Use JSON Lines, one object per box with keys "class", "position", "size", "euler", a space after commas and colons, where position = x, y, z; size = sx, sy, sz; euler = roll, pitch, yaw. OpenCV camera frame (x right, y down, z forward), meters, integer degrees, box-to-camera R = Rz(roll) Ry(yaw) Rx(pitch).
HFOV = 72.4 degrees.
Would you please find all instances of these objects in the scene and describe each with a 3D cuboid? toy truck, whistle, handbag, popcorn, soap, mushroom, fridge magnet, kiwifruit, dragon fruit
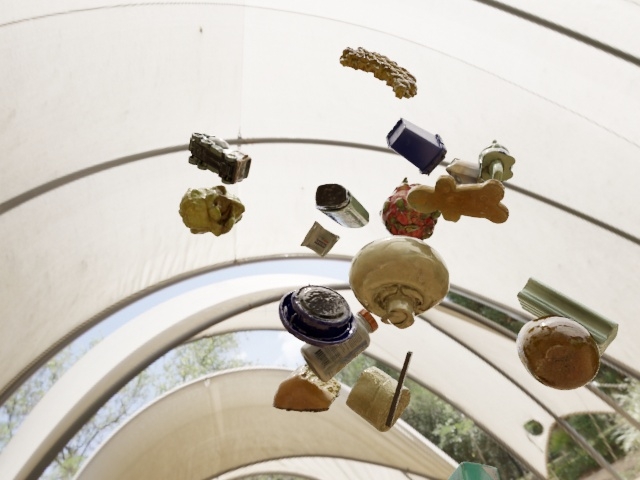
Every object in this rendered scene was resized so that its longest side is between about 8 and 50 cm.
{"class": "toy truck", "position": [-0.350, -0.297, 1.518], "size": [0.140, 0.256, 0.108], "euler": [-31, -34, -53]}
{"class": "whistle", "position": [0.493, -0.215, 1.228], "size": [0.091, 0.244, 0.110], "euler": [7, -64, 13]}
{"class": "handbag", "position": [0.506, -0.204, 1.427], "size": [0.117, 0.173, 0.095], "euler": [39, -90, -34]}
{"class": "popcorn", "position": [-0.417, -0.119, 1.661], "size": [0.256, 0.254, 0.195], "euler": [-7, -76, -51]}
{"class": "soap", "position": [0.758, 0.231, 1.353], "size": [0.088, 0.265, 0.159], "euler": [-53, -40, -1]}
{"class": "mushroom", "position": [0.187, 0.111, 1.056], "size": [0.245, 0.203, 0.246], "euler": [4, -38, 3]}
{"class": "fridge magnet", "position": [-0.007, 0.238, 1.420], "size": [0.265, 0.265, 0.113], "euler": [-4, -54, -36]}
{"class": "kiwifruit", "position": [0.632, 0.294, 1.173], "size": [0.196, 0.196, 0.234], "euler": [-41, -19, 16]}
{"class": "dragon fruit", "position": [0.367, -0.107, 1.763], "size": [0.231, 0.237, 0.302], "euler": [-53, -15, 16]}

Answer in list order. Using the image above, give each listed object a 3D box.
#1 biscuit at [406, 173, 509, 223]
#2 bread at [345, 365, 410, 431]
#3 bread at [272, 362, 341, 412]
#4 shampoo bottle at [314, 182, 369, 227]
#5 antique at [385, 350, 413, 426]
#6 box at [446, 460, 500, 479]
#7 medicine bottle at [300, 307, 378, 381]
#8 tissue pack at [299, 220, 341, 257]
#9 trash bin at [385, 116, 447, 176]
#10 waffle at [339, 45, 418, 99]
{"class": "biscuit", "position": [0.320, -0.098, 1.041], "size": [0.030, 0.234, 0.153], "euler": [-63, -39, -33]}
{"class": "bread", "position": [0.169, 0.468, 1.301], "size": [0.148, 0.141, 0.134], "euler": [-43, -46, -24]}
{"class": "bread", "position": [-0.064, 0.580, 1.710], "size": [0.261, 0.163, 0.204], "euler": [-10, 5, 19]}
{"class": "shampoo bottle", "position": [0.062, -0.104, 1.400], "size": [0.134, 0.078, 0.359], "euler": [-1, -8, 17]}
{"class": "antique", "position": [0.198, 0.371, 1.100], "size": [0.031, 0.015, 0.192], "euler": [23, -97, -68]}
{"class": "box", "position": [0.425, 0.815, 1.264], "size": [0.118, 0.205, 0.312], "euler": [8, -53, -5]}
{"class": "medicine bottle", "position": [0.078, 0.373, 1.612], "size": [0.288, 0.157, 0.157], "euler": [-35, -30, -17]}
{"class": "tissue pack", "position": [0.000, 0.000, 1.851], "size": [0.193, 0.026, 0.123], "euler": [30, -85, -50]}
{"class": "trash bin", "position": [0.411, -0.405, 1.881], "size": [0.234, 0.184, 0.162], "euler": [27, -55, -20]}
{"class": "waffle", "position": [0.216, -0.589, 1.509], "size": [0.069, 0.292, 0.260], "euler": [-60, -6, 35]}
